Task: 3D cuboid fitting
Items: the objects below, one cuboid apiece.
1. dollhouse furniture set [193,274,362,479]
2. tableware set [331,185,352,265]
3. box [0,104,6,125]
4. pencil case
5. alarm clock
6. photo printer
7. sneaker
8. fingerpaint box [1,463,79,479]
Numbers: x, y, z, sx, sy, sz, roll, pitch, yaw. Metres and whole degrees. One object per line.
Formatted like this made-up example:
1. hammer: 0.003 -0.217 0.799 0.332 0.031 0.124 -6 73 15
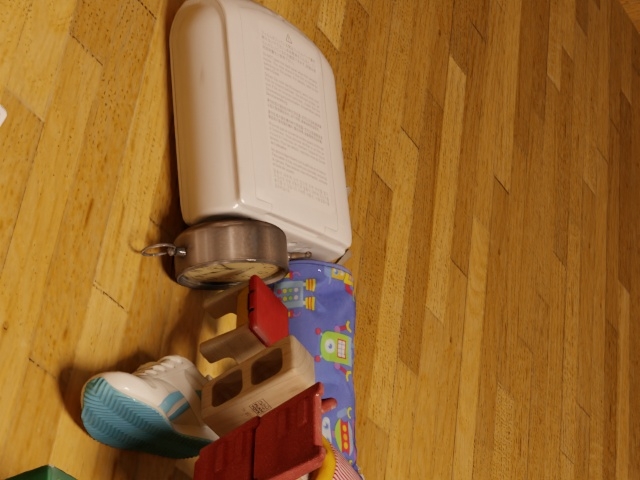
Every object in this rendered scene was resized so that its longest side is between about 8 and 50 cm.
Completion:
1. dollhouse furniture set: -0.012 0.199 1.577 0.201 0.152 0.374 51 19 -28
2. tableware set: 0.000 0.000 1.987 0.194 0.039 0.128 -47 119 -56
3. box: -0.375 -0.078 1.298 0.114 0.103 0.203 58 34 -31
4. pencil case: -0.010 0.178 1.812 0.133 0.119 0.306 9 69 -34
5. alarm clock: -0.117 0.013 1.698 0.192 0.129 0.064 3 73 -39
6. photo printer: -0.074 -0.143 1.838 0.256 0.107 0.308 21 57 -53
7. sneaker: -0.178 0.166 1.575 0.228 0.087 0.092 34 42 -59
8. fingerpaint box: -0.178 0.472 1.288 0.371 0.163 0.445 43 34 -45
